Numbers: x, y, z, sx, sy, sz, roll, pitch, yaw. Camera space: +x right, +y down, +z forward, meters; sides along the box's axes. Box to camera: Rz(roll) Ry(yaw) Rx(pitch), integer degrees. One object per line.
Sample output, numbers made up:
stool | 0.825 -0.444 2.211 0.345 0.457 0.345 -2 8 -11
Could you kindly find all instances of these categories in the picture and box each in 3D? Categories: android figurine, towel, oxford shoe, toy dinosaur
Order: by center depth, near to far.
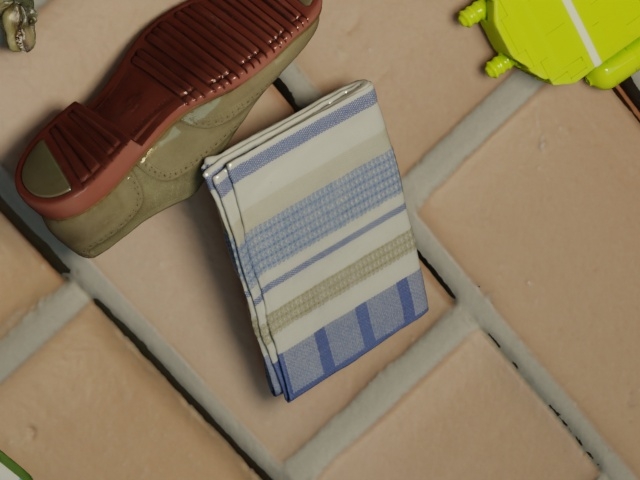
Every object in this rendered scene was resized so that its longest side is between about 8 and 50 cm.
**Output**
toy dinosaur | -0.343 -0.263 1.753 0.118 0.064 0.268 -27 139 -6
oxford shoe | -0.133 -0.123 1.882 0.348 0.123 0.130 -38 141 -9
towel | 0.000 0.000 1.949 0.209 0.034 0.285 -31 123 -25
android figurine | 0.266 -0.268 1.995 0.273 0.056 0.248 -36 113 -8

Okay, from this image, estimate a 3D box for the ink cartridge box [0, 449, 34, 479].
ink cartridge box | -0.383 0.217 1.892 0.109 0.062 0.209 -47 113 -2
